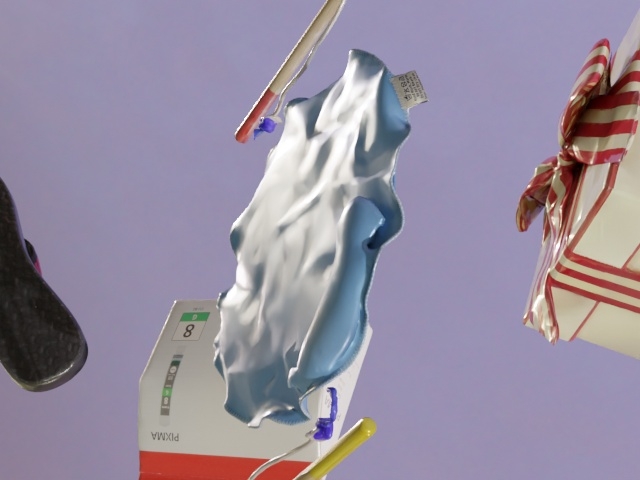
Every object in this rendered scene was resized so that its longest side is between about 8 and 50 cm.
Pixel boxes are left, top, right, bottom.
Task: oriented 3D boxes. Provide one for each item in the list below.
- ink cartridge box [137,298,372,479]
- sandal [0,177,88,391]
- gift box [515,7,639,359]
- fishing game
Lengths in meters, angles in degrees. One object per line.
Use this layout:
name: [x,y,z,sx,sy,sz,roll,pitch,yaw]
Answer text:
ink cartridge box: [-0.072,0.147,0.946,0.181,0.056,0.225,-3,-131,31]
sandal: [-0.200,0.023,0.741,0.179,0.067,0.040,54,-14,23]
gift box: [0.305,-0.029,0.981,0.255,0.258,0.276,105,7,-54]
fishing game: [0.000,0.000,0.561,0.189,0.041,0.264,-52,-150,42]
